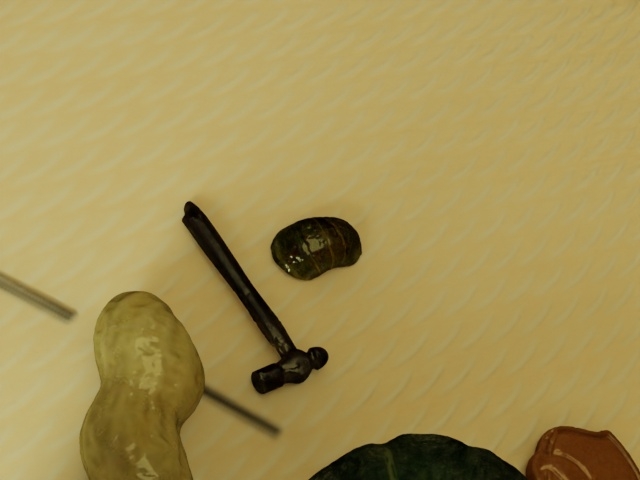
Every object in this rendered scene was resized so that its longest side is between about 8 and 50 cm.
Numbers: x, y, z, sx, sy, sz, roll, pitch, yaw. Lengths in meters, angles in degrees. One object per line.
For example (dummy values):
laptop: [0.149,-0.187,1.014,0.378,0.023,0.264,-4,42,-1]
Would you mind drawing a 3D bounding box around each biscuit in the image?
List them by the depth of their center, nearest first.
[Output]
biscuit: [0.204,0.200,0.930,0.102,0.019,0.130,42,54,7]

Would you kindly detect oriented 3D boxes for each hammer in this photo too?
hammer: [-0.064,0.038,0.929,0.065,0.021,0.178,-25,70,-30]

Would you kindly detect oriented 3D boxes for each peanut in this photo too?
peanut: [-0.123,0.121,0.821,0.082,0.082,0.187,10,57,-15]

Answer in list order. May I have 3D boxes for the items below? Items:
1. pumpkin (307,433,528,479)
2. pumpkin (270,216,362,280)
pumpkin: [0.064,0.233,0.775,0.211,0.152,0.212,-2,78,11]
pumpkin: [0.001,0.000,0.974,0.083,0.028,0.050,-17,65,-33]
